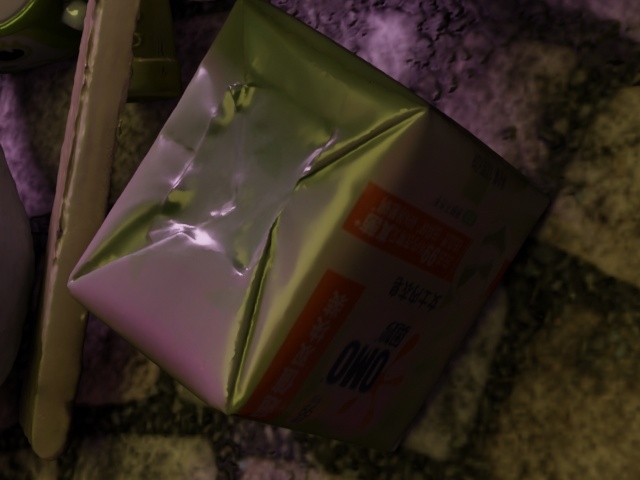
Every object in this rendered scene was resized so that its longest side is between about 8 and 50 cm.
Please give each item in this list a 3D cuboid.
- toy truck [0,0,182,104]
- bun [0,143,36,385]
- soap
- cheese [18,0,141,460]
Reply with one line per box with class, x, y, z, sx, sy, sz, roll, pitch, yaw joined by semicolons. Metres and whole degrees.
toy truck;-0.176;-0.196;0.991;0.210;0.148;0.187;13;93;19
bun;-0.359;0.000;0.921;0.361;0.211;0.362;1;56;-1
soap;0.000;0.000;0.785;0.138;0.199;0.182;35;95;30
cheese;-0.143;-0.064;0.911;0.085;0.034;0.400;-140;61;-69
